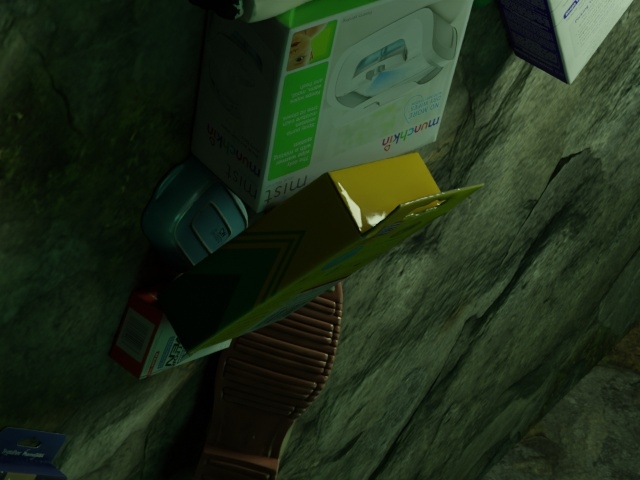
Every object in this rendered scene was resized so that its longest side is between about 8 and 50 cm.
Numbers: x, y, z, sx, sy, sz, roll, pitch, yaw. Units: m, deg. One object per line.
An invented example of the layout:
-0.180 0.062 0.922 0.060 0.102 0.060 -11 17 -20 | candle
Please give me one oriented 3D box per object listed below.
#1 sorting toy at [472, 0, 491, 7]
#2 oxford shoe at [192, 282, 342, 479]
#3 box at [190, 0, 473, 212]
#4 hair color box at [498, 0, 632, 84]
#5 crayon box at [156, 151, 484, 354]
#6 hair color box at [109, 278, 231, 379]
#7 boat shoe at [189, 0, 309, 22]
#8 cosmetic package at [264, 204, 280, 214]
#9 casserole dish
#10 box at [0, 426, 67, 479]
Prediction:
0.089 -0.282 1.507 0.275 0.046 0.132 6 122 -51 | sorting toy
-0.080 0.196 1.772 0.146 0.141 0.396 -92 -155 -77 | oxford shoe
0.011 -0.185 1.369 0.262 0.127 0.231 -23 141 -35 | box
0.331 -0.372 1.792 0.185 0.110 0.339 -53 157 -6 | hair color box
0.000 0.000 1.427 0.319 0.081 0.202 -34 171 31 | crayon box
-0.159 0.093 1.534 0.167 0.053 0.093 -18 135 -56 | hair color box
0.017 -0.328 1.233 0.340 0.127 0.158 -35 149 -40 | boat shoe
-0.037 -0.048 1.597 0.060 0.041 0.115 -47 155 -17 | cosmetic package
-0.132 -0.021 1.461 0.114 0.037 0.188 -50 157 -11 | casserole dish
-0.363 0.310 1.452 0.225 0.036 0.136 -57 156 1 | box
